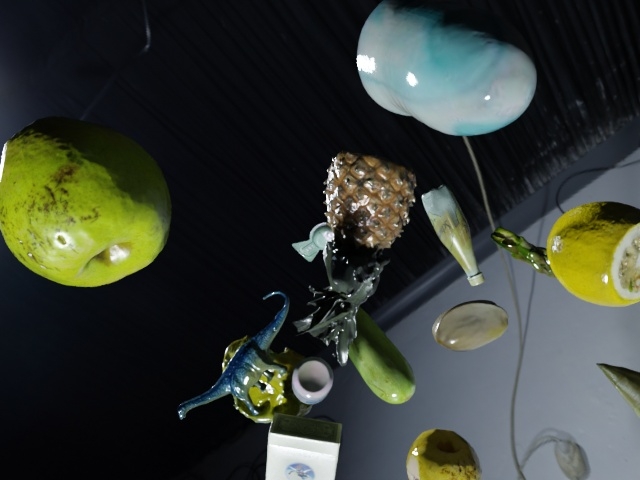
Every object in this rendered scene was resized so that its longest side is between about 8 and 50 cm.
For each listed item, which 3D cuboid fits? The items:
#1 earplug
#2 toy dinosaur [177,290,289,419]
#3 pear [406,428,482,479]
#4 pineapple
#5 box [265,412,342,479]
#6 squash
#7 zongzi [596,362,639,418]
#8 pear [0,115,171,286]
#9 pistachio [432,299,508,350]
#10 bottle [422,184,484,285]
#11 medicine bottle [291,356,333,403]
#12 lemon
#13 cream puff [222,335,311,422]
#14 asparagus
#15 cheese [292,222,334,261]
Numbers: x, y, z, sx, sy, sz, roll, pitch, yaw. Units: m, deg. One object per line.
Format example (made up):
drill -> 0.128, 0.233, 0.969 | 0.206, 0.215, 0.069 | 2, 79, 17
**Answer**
earplug -> 0.164, -0.219, 0.653 | 0.185, 0.185, 0.324 | -39, 23, 10
toy dinosaur -> -0.158, 0.290, 1.190 | 0.363, 0.147, 0.076 | -50, 17, -2
pear -> 0.413, 0.784, 1.774 | 0.271, 0.271, 0.271 | -27, 39, 25
pineapple -> 0.053, 0.036, 0.884 | 0.165, 0.165, 0.365 | 26, 105, 54
box -> -0.044, 0.542, 1.249 | 0.164, 0.257, 0.069 | 8, 24, 5
squash -> 0.116, 0.272, 1.389 | 0.118, 0.118, 0.371 | -43, 57, 5
zongzi -> 0.895, 0.463, 1.323 | 0.160, 0.323, 0.360 | -48, 37, -8
pear -> -0.528, -0.096, 1.176 | 0.390, 0.391, 0.391 | -27, 39, 25
pistachio -> 0.540, 0.302, 1.918 | 0.287, 0.198, 0.166 | -21, 25, -13
bottle -> 0.349, -0.011, 1.350 | 0.083, 0.270, 0.083 | -25, -5, -2
medicine bottle -> -0.012, 0.188, 0.693 | 0.052, 0.089, 0.052 | 2, 65, -4
lemon -> 0.640, 0.025, 1.207 | 0.240, 0.240, 0.219 | -50, 27, -6
cream puff -> -0.137, 0.378, 1.370 | 0.281, 0.282, 0.185 | -1, 51, 45
asparagus -> 0.639, 0.048, 1.568 | 0.080, 0.287, 0.080 | -53, 18, 26
cheese -> 0.000, 0.000, 1.113 | 0.120, 0.067, 0.026 | -34, 23, 28
